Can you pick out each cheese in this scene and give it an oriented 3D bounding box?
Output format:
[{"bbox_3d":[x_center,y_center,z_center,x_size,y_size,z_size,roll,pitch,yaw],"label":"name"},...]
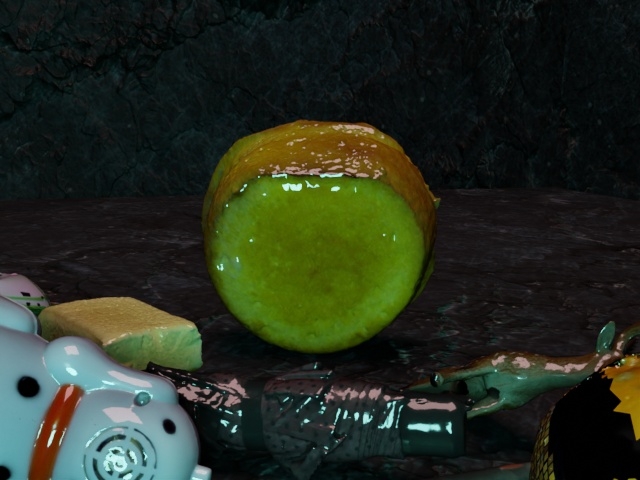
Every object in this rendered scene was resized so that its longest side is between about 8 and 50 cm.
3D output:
[{"bbox_3d":[-0.399,0.081,1.195,0.204,0.083,0.320,1,-3,26],"label":"cheese"}]

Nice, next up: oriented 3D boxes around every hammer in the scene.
[{"bbox_3d":[0.183,0.195,0.795,0.288,0.033,0.111,-3,12,-29],"label":"hammer"}]

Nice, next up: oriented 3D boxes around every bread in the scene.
[{"bbox_3d":[-0.005,0.002,1.189,0.312,0.312,0.172,3,21,4],"label":"bread"},{"bbox_3d":[-0.232,0.115,1.084,0.125,0.068,0.188,-5,11,-38],"label":"bread"}]

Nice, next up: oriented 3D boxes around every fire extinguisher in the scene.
[{"bbox_3d":[0.397,0.135,1.248,0.028,0.022,0.083,-28,-7,29],"label":"fire extinguisher"}]

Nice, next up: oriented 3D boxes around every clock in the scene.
[{"bbox_3d":[-0.201,0.139,0.702,0.254,0.189,0.189,15,9,-1],"label":"clock"}]

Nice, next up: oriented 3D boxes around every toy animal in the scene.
[{"bbox_3d":[0.192,0.130,0.912,0.260,0.087,0.243,-10,1,-29],"label":"toy animal"}]

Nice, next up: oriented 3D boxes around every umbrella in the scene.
[{"bbox_3d":[-0.030,0.151,0.823,0.326,0.090,0.094,1,9,12],"label":"umbrella"}]

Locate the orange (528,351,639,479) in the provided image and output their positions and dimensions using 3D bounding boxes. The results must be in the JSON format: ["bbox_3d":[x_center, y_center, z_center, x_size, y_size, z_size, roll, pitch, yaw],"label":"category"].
[{"bbox_3d":[0.247,0.164,0.592,0.234,0.182,0.234,4,22,-2],"label":"orange"}]
